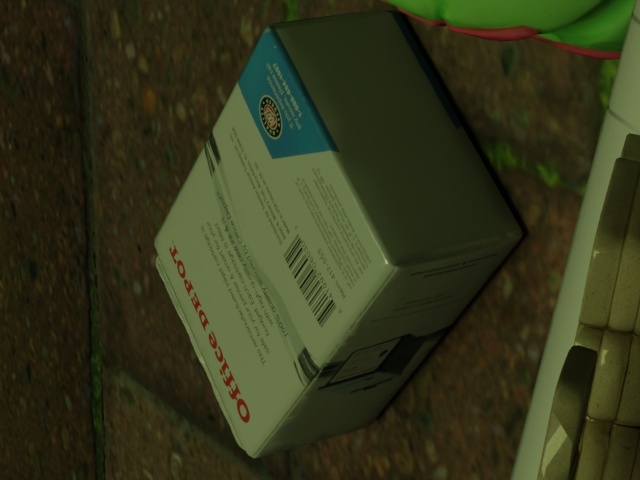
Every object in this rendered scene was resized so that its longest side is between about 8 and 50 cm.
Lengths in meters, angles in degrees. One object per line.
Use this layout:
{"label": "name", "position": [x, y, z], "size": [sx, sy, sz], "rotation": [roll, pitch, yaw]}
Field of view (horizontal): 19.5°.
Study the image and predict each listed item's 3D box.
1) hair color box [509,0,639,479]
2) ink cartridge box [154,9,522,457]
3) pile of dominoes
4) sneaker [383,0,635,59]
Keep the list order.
{"label": "hair color box", "position": [0.180, 0.005, 0.610], "size": [0.174, 0.105, 0.347], "rotation": [41, 134, 39]}
{"label": "ink cartridge box", "position": [0.000, 0.000, 0.925], "size": [0.139, 0.082, 0.190], "rotation": [63, 147, 23]}
{"label": "pile of dominoes", "position": [0.084, 0.103, 0.569], "size": [0.040, 0.196, 0.251], "rotation": [11, 119, 10]}
{"label": "sneaker", "position": [0.012, -0.242, 0.775], "size": [0.483, 0.185, 0.202], "rotation": [41, 114, 42]}
